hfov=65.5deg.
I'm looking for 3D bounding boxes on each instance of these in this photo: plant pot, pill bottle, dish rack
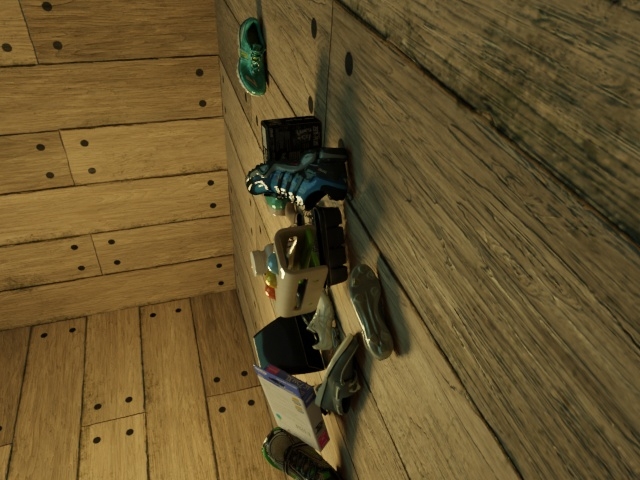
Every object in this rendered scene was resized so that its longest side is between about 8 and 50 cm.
[{"bbox_3d":[-0.110,0.352,1.620,0.188,0.167,0.187,49,-159,-66],"label":"plant pot"},{"bbox_3d":[-0.115,0.058,1.550,0.108,0.193,0.108,171,90,-75],"label":"pill bottle"},{"bbox_3d":[0.000,0.000,1.335,0.271,0.074,0.208,-154,57,-71],"label":"dish rack"}]

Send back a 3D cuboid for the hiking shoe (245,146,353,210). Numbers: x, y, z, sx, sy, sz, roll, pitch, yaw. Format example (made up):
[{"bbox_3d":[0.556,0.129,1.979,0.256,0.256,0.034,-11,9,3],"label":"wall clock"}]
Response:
[{"bbox_3d":[-0.067,-0.131,1.192,0.304,0.113,0.132,-9,89,40],"label":"hiking shoe"}]

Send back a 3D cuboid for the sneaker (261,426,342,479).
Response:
[{"bbox_3d":[-0.043,0.729,1.624,0.343,0.134,0.146,41,158,-16],"label":"sneaker"}]

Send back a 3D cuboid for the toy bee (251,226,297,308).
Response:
[{"bbox_3d":[-0.172,0.121,1.856,0.195,0.162,0.298,125,134,-71],"label":"toy bee"}]

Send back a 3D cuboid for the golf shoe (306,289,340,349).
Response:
[{"bbox_3d":[0.000,0.232,1.447,0.069,0.086,0.176,121,139,-69],"label":"golf shoe"}]

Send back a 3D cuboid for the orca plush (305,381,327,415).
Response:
[{"bbox_3d":[-0.027,0.577,1.717,0.102,0.151,0.287,48,157,-2],"label":"orca plush"}]

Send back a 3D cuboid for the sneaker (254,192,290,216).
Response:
[{"bbox_3d":[-0.183,-0.203,1.826,0.302,0.108,0.121,46,142,51],"label":"sneaker"}]

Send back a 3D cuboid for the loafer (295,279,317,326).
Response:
[{"bbox_3d":[-0.039,0.206,1.606,0.078,0.076,0.223,73,172,-45],"label":"loafer"}]

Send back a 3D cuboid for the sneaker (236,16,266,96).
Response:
[{"bbox_3d":[-0.244,-0.659,1.788,0.110,0.107,0.275,5,104,64],"label":"sneaker"}]

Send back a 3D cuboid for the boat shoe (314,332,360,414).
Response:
[{"bbox_3d":[0.066,0.364,1.327,0.099,0.116,0.319,28,134,14],"label":"boat shoe"}]

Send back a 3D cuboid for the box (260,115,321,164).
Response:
[{"bbox_3d":[-0.077,-0.233,1.335,0.077,0.147,0.180,-126,29,-58],"label":"box"}]

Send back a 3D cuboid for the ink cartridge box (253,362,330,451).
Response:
[{"bbox_3d":[-0.083,0.490,1.501,0.185,0.065,0.311,16,136,37],"label":"ink cartridge box"}]

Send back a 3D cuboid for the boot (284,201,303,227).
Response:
[{"bbox_3d":[-0.084,-0.080,1.663,0.087,0.042,0.118,157,102,-68],"label":"boot"}]

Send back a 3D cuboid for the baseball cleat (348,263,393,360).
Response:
[{"bbox_3d":[0.100,0.158,1.074,0.109,0.072,0.206,105,156,-70],"label":"baseball cleat"}]

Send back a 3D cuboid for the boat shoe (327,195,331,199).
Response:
[{"bbox_3d":[0.022,-0.145,1.238,0.046,0.038,0.125,100,156,-49],"label":"boat shoe"}]

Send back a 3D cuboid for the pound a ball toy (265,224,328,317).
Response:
[{"bbox_3d":[-0.087,0.065,1.306,0.319,0.135,0.208,105,152,-60],"label":"pound a ball toy"}]
